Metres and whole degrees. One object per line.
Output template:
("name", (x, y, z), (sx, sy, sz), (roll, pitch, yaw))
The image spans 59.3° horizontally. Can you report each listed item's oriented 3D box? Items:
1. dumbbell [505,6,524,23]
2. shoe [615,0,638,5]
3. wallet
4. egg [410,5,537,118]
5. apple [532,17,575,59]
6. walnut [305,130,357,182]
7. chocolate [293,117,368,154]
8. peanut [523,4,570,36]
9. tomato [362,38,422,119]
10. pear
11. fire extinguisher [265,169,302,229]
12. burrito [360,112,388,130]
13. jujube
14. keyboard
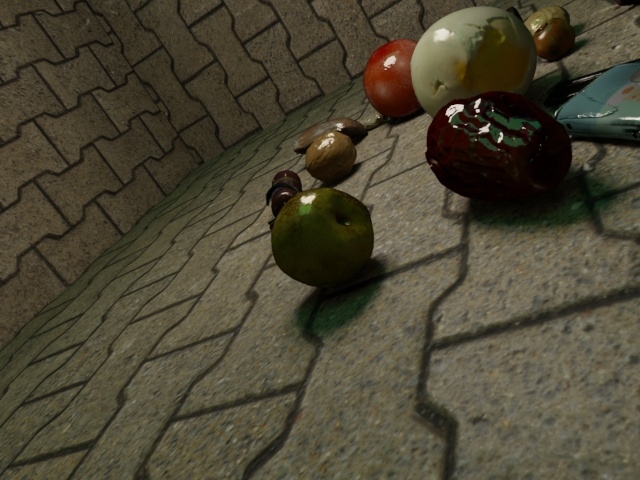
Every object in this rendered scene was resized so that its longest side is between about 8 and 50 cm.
("dumbbell", (0.564, -0.661, 1.864), (0.225, 0.140, 0.124), (-21, 66, 32))
("shoe", (0.899, -0.750, 1.619), (0.137, 0.114, 0.291), (-23, 24, 40))
("wallet", (0.547, -0.239, 0.968), (0.176, 0.075, 0.250), (-37, 20, -3))
("egg", (0.380, -0.424, 1.375), (0.345, 0.283, 0.283), (-32, 15, -37))
("apple", (0.642, -0.551, 1.546), (0.114, 0.102, 0.099), (-52, 13, -27))
("walnut", (0.032, -0.250, 1.705), (0.166, 0.149, 0.166), (-38, -14, -11))
("chocolate", (0.026, -0.385, 2.021), (0.261, 0.083, 0.161), (-17, -8, 32))
("peanut", (0.673, -0.643, 1.693), (0.140, 0.109, 0.159), (-16, 25, 5))
("tomato", (0.268, -0.547, 1.886), (0.265, 0.265, 0.265), (-29, 20, 11))
("pear", (0.000, 0.000, 1.076), (0.197, 0.197, 0.197), (-29, 20, 11))
("fire extinguisher", (-0.110, -0.118, 1.660), (0.141, 0.105, 0.341), (-44, 16, 12))
("burrito", (0.179, -0.422, 2.032), (0.149, 0.041, 0.055), (-22, 0, 39))
("jujube", (0.303, -0.163, 0.997), (0.197, 0.197, 0.290), (-36, 28, -9))
("keyboard", (0.633, -0.351, 1.189), (0.310, 0.018, 0.101), (-8, 32, 50))
